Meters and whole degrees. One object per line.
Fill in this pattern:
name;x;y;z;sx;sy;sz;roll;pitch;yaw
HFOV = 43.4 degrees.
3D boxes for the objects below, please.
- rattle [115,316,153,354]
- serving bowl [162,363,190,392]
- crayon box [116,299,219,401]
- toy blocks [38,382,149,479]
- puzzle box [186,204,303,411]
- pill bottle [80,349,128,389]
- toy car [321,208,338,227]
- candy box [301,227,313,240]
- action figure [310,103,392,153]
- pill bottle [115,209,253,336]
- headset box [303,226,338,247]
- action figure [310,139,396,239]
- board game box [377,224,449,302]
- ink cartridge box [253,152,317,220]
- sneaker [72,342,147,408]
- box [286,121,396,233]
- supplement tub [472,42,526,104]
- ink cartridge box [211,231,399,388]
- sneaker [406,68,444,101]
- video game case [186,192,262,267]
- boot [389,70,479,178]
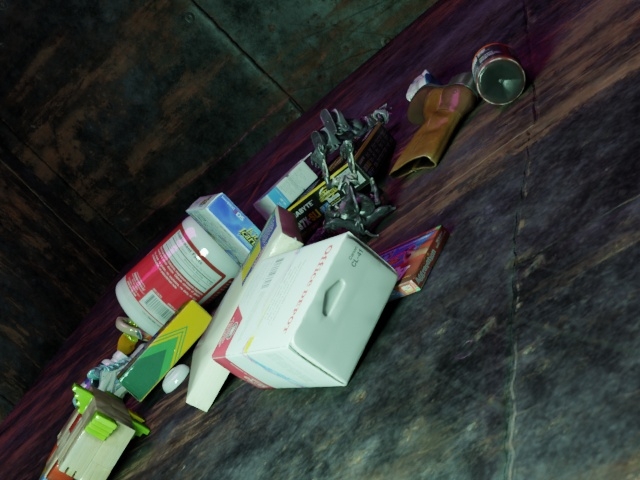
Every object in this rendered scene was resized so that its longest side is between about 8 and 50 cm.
rattle;-0.588;0.325;2.535;0.199;0.130;0.143;28;83;47
serving bowl;-0.358;0.333;1.965;0.083;0.027;0.083;-41;14;12
crayon box;-0.389;0.263;2.087;0.323;0.083;0.203;-48;7;-15
toy blocks;-0.540;0.487;1.809;0.261;0.190;0.381;-59;16;-9
puzzle box;-0.164;0.133;1.717;0.409;0.052;0.272;-60;12;11
pill bottle;-0.623;0.406;2.344;0.169;0.094;0.094;-50;16;-21
toy car;0.043;-0.042;1.943;0.122;0.060;0.041;129;136;-66
candy box;-0.107;0.005;2.147;0.109;0.053;0.186;-51;15;-26
action figure;0.096;-0.309;2.261;0.285;0.099;0.185;-15;-26;-47
pill bottle;-0.369;0.076;2.306;0.407;0.229;0.229;-42;15;6
headset box;0.000;0.000;1.909;0.083;0.032;0.062;-51;16;-26
action figure;0.070;-0.091;1.768;0.164;0.141;0.276;-17;58;2
board game box;0.103;0.070;1.452;0.281;0.027;0.145;-28;23;48
ink cartridge box;-0.078;-0.137;2.046;0.180;0.060;0.104;-46;9;-26
sneaker;-0.568;0.377;2.220;0.110;0.122;0.283;-27;23;48
box;0.050;-0.161;2.070;0.257;0.079;0.322;-38;9;29
supplement tub;0.385;-0.369;1.750;0.106;0.106;0.198;-38;15;22
ink cartridge box;-0.035;0.132;1.389;0.306;0.131;0.226;-16;41;57
sneaker;0.283;-0.395;2.158;0.092;0.087;0.229;-48;6;15
video game case;-0.193;0.000;1.957;0.061;0.269;0.244;-47;15;-15
boot;0.244;-0.247;1.895;0.264;0.096;0.280;-7;46;55
